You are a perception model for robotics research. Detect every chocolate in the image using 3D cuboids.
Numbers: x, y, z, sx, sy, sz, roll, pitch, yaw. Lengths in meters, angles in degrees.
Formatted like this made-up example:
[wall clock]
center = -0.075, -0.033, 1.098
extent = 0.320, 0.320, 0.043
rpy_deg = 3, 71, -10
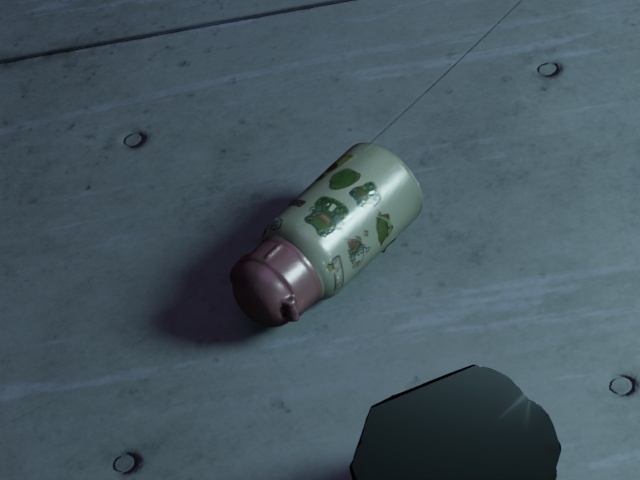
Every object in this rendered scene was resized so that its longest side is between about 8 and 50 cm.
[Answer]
[chocolate]
center = 0.118, 0.248, 1.889
extent = 0.224, 0.206, 0.177
rpy_deg = -20, -1, -21

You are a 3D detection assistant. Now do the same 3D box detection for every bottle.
[bottle]
center = 0.000, 0.000, 2.158
extent = 0.120, 0.120, 0.253
rpy_deg = 27, 56, 35
